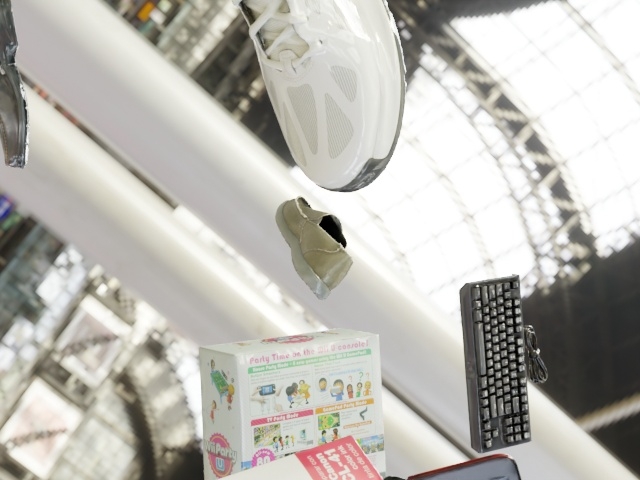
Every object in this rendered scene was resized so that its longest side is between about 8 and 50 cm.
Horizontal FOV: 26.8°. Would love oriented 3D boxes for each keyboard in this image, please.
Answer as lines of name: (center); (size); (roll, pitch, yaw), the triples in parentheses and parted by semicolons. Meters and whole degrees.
keyboard: (0.198, 0.127, 1.416); (0.108, 0.180, 0.023); (-9, -173, -34)

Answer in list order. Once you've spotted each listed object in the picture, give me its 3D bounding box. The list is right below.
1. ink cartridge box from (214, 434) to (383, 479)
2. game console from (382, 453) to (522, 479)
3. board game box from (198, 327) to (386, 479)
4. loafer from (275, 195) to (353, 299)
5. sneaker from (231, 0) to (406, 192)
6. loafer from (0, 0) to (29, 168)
ink cartridge box: (-0.089, 0.337, 1.296); (0.131, 0.306, 0.226); (57, -34, 35)
game console: (0.088, 0.233, 0.925); (0.085, 0.144, 0.124); (1, -145, 33)
board game box: (-0.032, 0.277, 1.725); (0.097, 0.224, 0.303); (4, -82, 55)
loafer: (0.000, 0.000, 2.019); (0.087, 0.094, 0.251); (-35, -149, 7)
sneaker: (-0.079, -0.253, 1.305); (0.169, 0.448, 0.257); (-14, 179, 43)
loafer: (-0.321, -0.152, 1.320); (0.061, 0.170, 0.062); (-9, 180, -12)
